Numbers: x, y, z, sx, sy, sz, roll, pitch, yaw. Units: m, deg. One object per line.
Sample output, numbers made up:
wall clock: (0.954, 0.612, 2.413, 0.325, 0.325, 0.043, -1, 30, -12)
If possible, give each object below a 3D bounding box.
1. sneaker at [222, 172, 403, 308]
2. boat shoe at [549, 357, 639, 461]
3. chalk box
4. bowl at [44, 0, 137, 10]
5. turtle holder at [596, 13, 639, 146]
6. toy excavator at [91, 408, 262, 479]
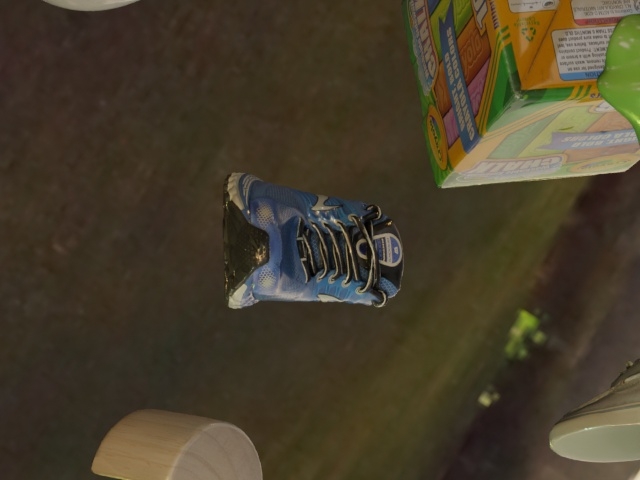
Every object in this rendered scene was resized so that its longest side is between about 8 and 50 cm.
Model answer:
sneaker: (0.000, 0.000, 1.448, 0.330, 0.147, 0.129, -4, 94, -74)
boat shoe: (0.329, 0.153, 1.474, 0.079, 0.227, 0.081, 45, 36, -42)
chalk box: (0.180, -0.151, 1.227, 0.289, 0.180, 0.179, 121, -39, -72)
bowl: (-0.211, -0.349, 1.577, 0.298, 0.298, 0.134, -56, 146, -8)
turtle holder: (0.352, -0.087, 0.866, 0.243, 0.320, 0.227, -33, 123, -32)
toy excavator: (-0.208, 0.362, 1.075, 0.445, 0.222, 0.433, -9, 101, -58)
